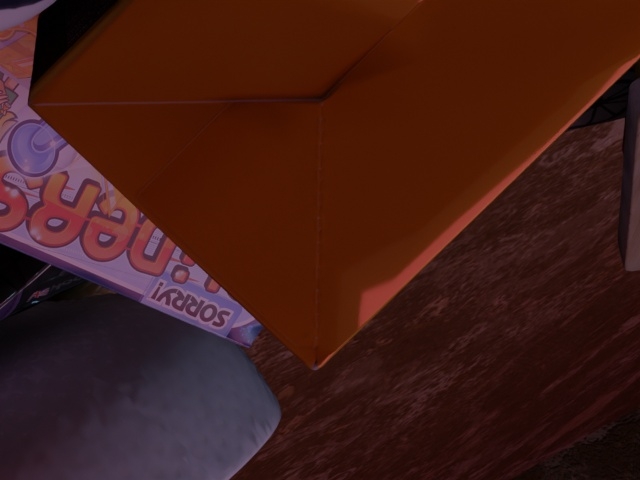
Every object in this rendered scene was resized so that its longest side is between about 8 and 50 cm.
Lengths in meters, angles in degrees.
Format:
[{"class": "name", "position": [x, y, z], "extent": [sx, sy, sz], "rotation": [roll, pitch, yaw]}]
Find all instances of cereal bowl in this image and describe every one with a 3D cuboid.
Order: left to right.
[{"class": "cereal bowl", "position": [-0.195, 0.129, 0.954], "extent": [0.339, 0.141, 0.339], "rotation": [-31, -176, 3]}]

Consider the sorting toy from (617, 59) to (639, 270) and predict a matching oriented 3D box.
[{"class": "sorting toy", "position": [0.314, -0.089, 1.084], "extent": [0.255, 0.089, 0.257], "rotation": [-12, 157, 3]}]

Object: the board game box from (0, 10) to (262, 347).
[{"class": "board game box", "position": [-0.078, -0.045, 0.762], "extent": [0.201, 0.035, 0.136], "rotation": [25, 102, -37]}]

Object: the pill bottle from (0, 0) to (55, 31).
[{"class": "pill bottle", "position": [-0.105, -0.150, 0.458], "extent": [0.153, 0.153, 0.264], "rotation": [-13, 152, -51]}]

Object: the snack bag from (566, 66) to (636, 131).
[{"class": "snack bag", "position": [0.165, -0.149, 1.027], "extent": [0.342, 0.037, 0.323], "rotation": [-14, 156, -13]}]

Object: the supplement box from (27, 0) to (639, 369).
[{"class": "supplement box", "position": [0.008, -0.090, 0.611], "extent": [0.191, 0.129, 0.194], "rotation": [-44, -163, 4]}]

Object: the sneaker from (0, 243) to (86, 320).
[{"class": "sneaker", "position": [-0.122, -0.031, 0.869], "extent": [0.283, 0.107, 0.124], "rotation": [-27, 175, -15]}]
